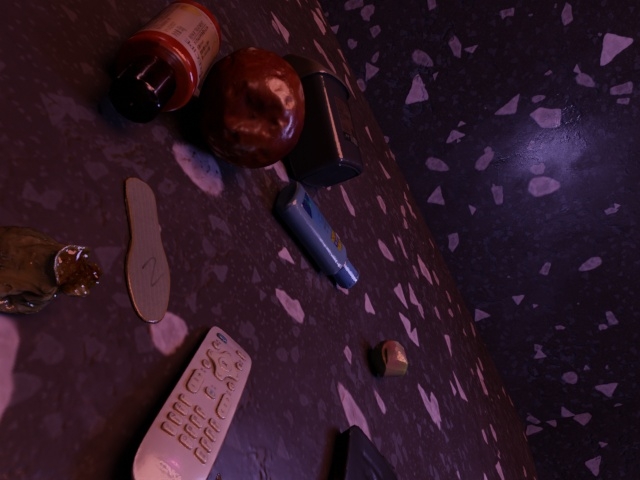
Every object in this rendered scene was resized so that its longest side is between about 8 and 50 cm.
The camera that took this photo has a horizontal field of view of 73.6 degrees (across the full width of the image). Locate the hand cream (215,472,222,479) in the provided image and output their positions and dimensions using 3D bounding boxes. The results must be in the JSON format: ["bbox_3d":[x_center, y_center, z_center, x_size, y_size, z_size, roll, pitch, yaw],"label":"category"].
[{"bbox_3d":[-0.074,0.322,0.436,0.163,0.039,0.062,56,24,-7],"label":"hand cream"}]

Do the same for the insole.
[{"bbox_3d":[-0.204,0.007,0.503,0.064,0.004,0.188,27,43,-60],"label":"insole"}]

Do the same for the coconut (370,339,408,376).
[{"bbox_3d":[0.152,0.265,0.963,0.082,0.081,0.083,-90,-176,-66],"label":"coconut"}]

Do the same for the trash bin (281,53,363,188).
[{"bbox_3d":[-0.011,-0.285,1.038,0.209,0.183,0.290,6,67,-66],"label":"trash bin"}]

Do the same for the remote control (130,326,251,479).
[{"bbox_3d":[-0.129,0.176,0.451,0.073,0.044,0.229,44,18,-11],"label":"remote control"}]

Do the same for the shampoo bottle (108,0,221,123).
[{"bbox_3d":[-0.219,-0.255,0.611,0.104,0.104,0.278,51,26,-33],"label":"shampoo bottle"}]

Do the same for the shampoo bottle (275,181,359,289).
[{"bbox_3d":[0.000,0.000,0.909,0.258,0.061,0.103,54,24,-28],"label":"shampoo bottle"}]

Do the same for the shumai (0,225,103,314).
[{"bbox_3d":[-0.225,0.016,0.342,0.082,0.081,0.083,65,23,2],"label":"shumai"}]

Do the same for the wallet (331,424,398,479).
[{"bbox_3d":[0.063,0.452,0.592,0.197,0.051,0.377,59,21,-18],"label":"wallet"}]

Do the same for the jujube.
[{"bbox_3d":[-0.114,-0.226,0.727,0.190,0.190,0.255,56,12,-23],"label":"jujube"}]
